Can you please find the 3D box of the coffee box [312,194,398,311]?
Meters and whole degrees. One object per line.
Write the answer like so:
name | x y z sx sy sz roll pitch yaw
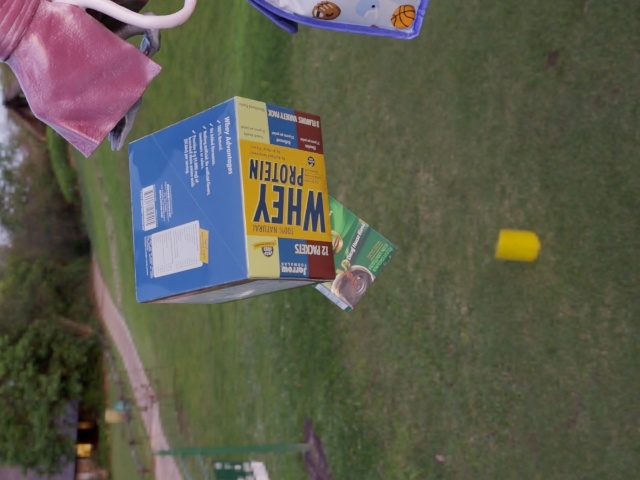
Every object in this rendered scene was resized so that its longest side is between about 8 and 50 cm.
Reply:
coffee box | 0.000 0.000 1.154 0.113 0.184 0.040 -51 0 -16

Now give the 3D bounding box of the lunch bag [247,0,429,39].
lunch bag | -0.010 -0.542 1.538 0.327 0.386 0.239 -106 25 -44

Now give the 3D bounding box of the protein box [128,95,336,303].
protein box | -0.108 -0.036 0.983 0.201 0.136 0.199 -14 78 42

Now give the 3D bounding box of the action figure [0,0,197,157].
action figure | -0.367 -0.257 0.999 0.276 0.370 0.248 -41 40 30
